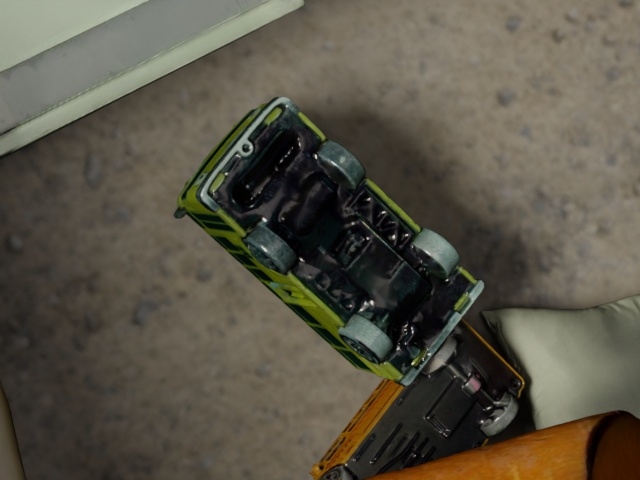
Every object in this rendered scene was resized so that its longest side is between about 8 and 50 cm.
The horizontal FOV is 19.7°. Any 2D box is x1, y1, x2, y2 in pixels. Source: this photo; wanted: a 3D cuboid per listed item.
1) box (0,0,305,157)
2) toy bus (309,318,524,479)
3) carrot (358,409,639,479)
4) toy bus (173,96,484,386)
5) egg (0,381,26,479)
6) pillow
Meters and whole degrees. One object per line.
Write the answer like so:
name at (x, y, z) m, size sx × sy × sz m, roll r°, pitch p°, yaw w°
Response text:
box at (-0.165, -0.180, 1.037) m, size 0.225 × 0.117 × 0.225 m, roll -29°, pitch 97°, yaw -17°
toy bus at (0.048, 0.127, 1.115) m, size 0.069 × 0.074 × 0.162 m, roll 45°, pitch 69°, yaw -15°
carrot at (0.050, 0.221, 0.969) m, size 0.331 × 0.214 × 0.193 m, roll -16°, pitch 101°, yaw 9°
toy bus at (0.000, 0.000, 1.094) m, size 0.175 × 0.101 × 0.088 m, roll 43°, pitch 78°, yaw -17°
egg at (-0.348, 0.104, 0.864) m, size 0.340 × 0.354 × 0.354 m, roll -20°, pitch 95°, yaw 4°
pillow at (0.236, 0.077, 1.178) m, size 0.254 × 0.078 × 0.144 m, roll -14°, pitch 62°, yaw -17°
